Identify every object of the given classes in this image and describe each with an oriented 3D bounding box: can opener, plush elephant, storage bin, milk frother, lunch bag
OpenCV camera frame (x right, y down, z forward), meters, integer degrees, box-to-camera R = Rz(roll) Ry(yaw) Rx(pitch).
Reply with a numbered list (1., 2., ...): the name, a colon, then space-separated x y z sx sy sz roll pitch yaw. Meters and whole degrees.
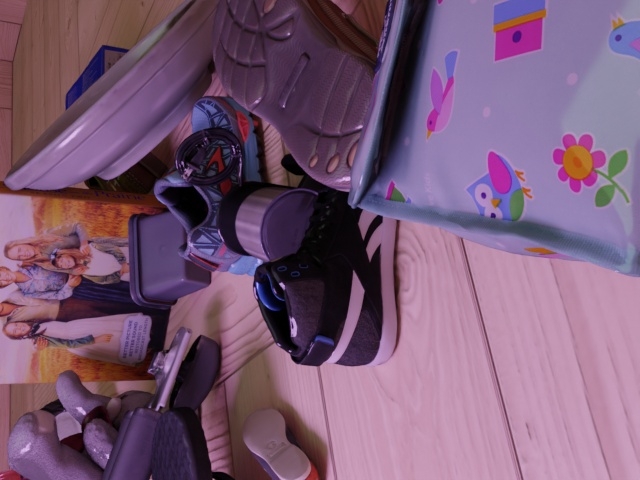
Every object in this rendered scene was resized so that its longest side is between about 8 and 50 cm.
1. can opener: -0.197 0.242 0.939 0.076 0.095 0.284 -30 39 57
2. plush elephant: -0.310 0.296 1.081 0.272 0.330 0.255 -47 23 31
3. storage bin: -0.203 0.022 1.075 0.091 0.098 0.135 -15 70 31
4. milk frother: -0.069 -0.043 0.769 0.134 0.143 0.129 14 92 63
5. lunch bag: 0.114 -0.106 0.413 0.262 0.160 0.224 19 101 53

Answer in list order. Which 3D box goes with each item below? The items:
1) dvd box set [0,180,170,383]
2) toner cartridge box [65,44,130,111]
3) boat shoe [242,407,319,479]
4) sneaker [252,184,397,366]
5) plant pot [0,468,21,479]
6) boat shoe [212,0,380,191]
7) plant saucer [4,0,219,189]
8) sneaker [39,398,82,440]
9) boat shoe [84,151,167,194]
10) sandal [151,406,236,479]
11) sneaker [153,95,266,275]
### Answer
1. dvd box set: -0.426 0.067 1.120 0.062 0.420 0.308 41 121 56
2. toner cartridge box: -0.463 -0.268 1.587 0.347 0.075 0.165 -11 76 60
3. boat shoe: -0.040 0.221 0.789 0.137 0.049 0.043 32 154 57
4. sneaker: 0.000 0.000 0.660 0.079 0.121 0.217 -27 63 56
5. plant pot: -0.573 0.618 1.508 0.272 0.272 0.265 -55 49 43
6. boat shoe: 0.000 -0.146 0.674 0.123 0.116 0.324 -54 47 27
7. plant saucer: -0.259 -0.192 1.061 0.400 0.100 0.400 -37 23 18
8. sneaker: -0.392 0.470 1.354 0.182 0.158 0.410 78 167 -46
9. boat shoe: -0.383 -0.139 1.324 0.104 0.110 0.307 -54 36 -9
10. sandal: -0.104 0.396 0.845 0.167 0.107 0.446 -8 92 60
11. sneaker: -0.137 -0.081 0.915 0.104 0.125 0.262 -54 42 43
